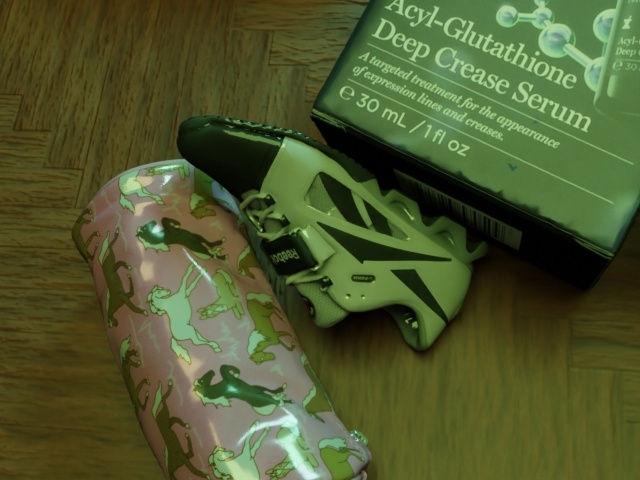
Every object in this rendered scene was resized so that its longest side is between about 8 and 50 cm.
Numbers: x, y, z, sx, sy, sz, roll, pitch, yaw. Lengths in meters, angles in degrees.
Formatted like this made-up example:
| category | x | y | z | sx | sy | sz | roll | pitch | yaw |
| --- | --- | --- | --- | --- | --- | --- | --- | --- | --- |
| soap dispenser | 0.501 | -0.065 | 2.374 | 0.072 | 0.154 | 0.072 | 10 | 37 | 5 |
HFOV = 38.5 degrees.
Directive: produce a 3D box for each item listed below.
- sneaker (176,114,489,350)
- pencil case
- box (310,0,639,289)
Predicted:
| category | x | y | z | sx | sy | sz | roll | pitch | yaw |
| --- | --- | --- | --- | --- | --- | --- | --- | --- | --- |
| sneaker | 0.000 | 0.000 | 0.869 | 0.330 | 0.122 | 0.146 | 27 | 78 | -14 |
| pencil case | -0.102 | 0.100 | 0.874 | 0.160 | 0.167 | 0.386 | -42 | 63 | 26 |
| box | 0.223 | -0.199 | 0.882 | 0.293 | 0.212 | 0.396 | 27 | 85 | 14 |
